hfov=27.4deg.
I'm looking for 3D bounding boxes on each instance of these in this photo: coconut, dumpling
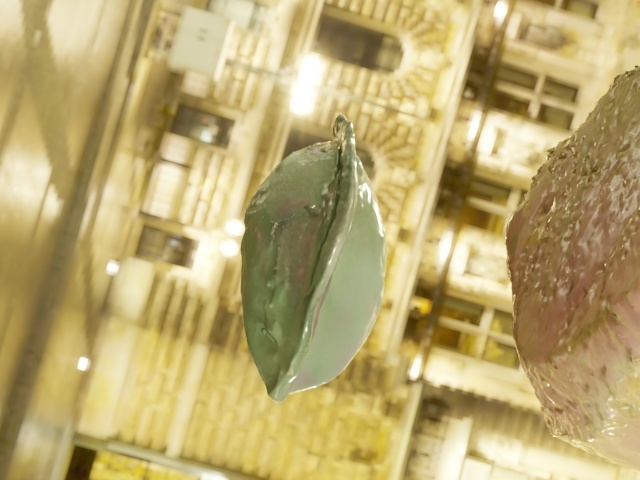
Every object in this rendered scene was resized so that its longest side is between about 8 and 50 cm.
[{"bbox_3d":[0.234,0.028,0.683,0.233,0.245,0.233,-58,-162,32],"label":"coconut"},{"bbox_3d":[-0.010,0.002,0.919,0.149,0.105,0.216,64,30,-55],"label":"dumpling"}]
